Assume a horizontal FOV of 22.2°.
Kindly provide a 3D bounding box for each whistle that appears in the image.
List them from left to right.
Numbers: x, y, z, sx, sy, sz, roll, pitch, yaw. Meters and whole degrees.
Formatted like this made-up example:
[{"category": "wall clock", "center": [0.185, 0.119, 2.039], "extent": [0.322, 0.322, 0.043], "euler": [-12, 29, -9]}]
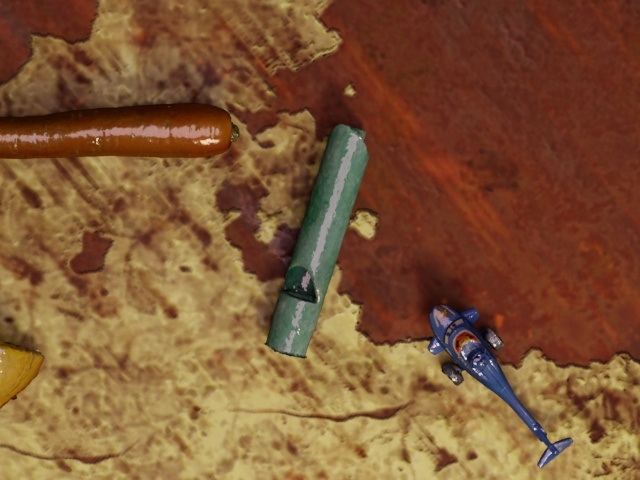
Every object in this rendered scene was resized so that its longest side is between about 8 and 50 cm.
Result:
[{"category": "whistle", "center": [0.000, 0.000, 1.284], "extent": [0.039, 0.039, 0.186], "euler": [17, 95, -10]}]

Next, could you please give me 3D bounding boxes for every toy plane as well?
[{"category": "toy plane", "center": [0.140, 0.113, 1.309], "extent": [0.054, 0.062, 0.167], "euler": [-41, 111, -1]}]

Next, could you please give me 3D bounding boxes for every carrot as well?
[{"category": "carrot", "center": [-0.186, -0.081, 1.248], "extent": [0.247, 0.043, 0.043], "euler": [-3, 98, -6]}]

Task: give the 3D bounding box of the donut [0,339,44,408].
[{"category": "donut", "center": [-0.305, 0.066, 1.233], "extent": [0.146, 0.078, 0.181], "euler": [-28, 99, -6]}]
